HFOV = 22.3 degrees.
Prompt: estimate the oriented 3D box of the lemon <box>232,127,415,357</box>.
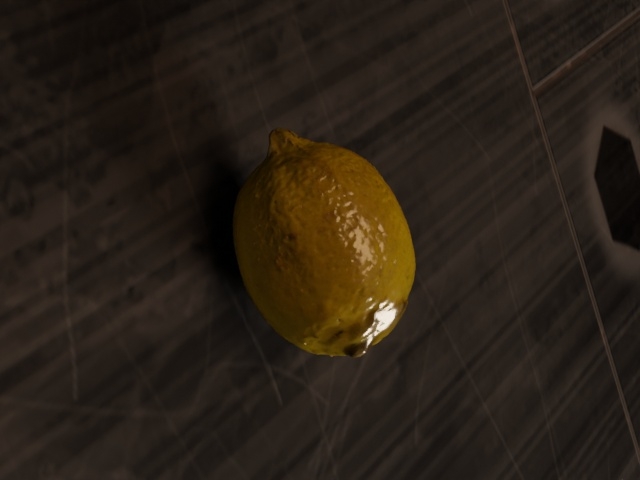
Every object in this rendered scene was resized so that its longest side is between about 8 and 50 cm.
[{"bbox_3d":[0.000,0.000,0.751,0.082,0.082,0.111,-22,93,-57],"label":"lemon"}]
